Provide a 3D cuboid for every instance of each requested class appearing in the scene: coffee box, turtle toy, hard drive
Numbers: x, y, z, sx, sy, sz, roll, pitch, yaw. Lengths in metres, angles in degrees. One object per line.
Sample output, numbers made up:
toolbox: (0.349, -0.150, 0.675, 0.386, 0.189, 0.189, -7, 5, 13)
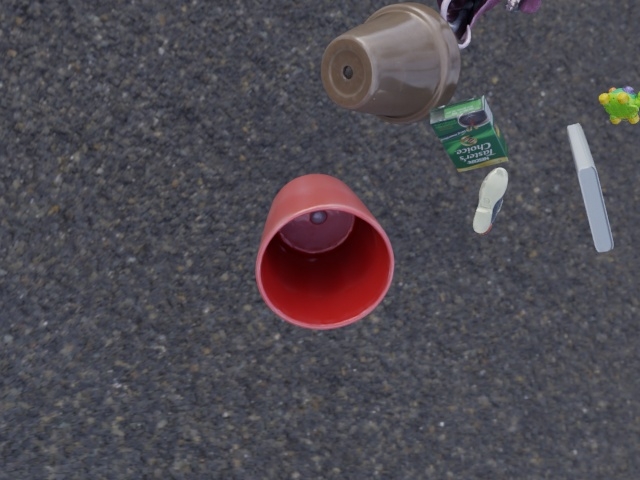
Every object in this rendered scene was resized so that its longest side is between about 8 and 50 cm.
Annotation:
coffee box: (0.302, -0.210, 1.486, 0.184, 0.113, 0.040, 46, 39, -51)
turtle toy: (0.751, -0.338, 1.805, 0.095, 0.130, 0.066, 46, 68, -32)
hard drive: (0.622, -0.131, 1.716, 0.307, 0.040, 0.203, -65, 137, -61)

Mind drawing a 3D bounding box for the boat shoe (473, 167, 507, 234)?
boat shoe: (0.339, -0.077, 1.468, 0.043, 0.049, 0.137, 9, 99, -65)

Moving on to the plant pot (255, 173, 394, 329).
plant pot: (0.000, 0.000, 1.497, 0.275, 0.275, 0.243, 30, 22, -20)

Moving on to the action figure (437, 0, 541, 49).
action figure: (0.429, -0.627, 1.707, 0.276, 0.370, 0.248, -79, 149, -63)

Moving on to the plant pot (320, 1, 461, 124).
plant pot: (0.125, -0.365, 1.560, 0.229, 0.263, 0.263, -19, 85, -44)
